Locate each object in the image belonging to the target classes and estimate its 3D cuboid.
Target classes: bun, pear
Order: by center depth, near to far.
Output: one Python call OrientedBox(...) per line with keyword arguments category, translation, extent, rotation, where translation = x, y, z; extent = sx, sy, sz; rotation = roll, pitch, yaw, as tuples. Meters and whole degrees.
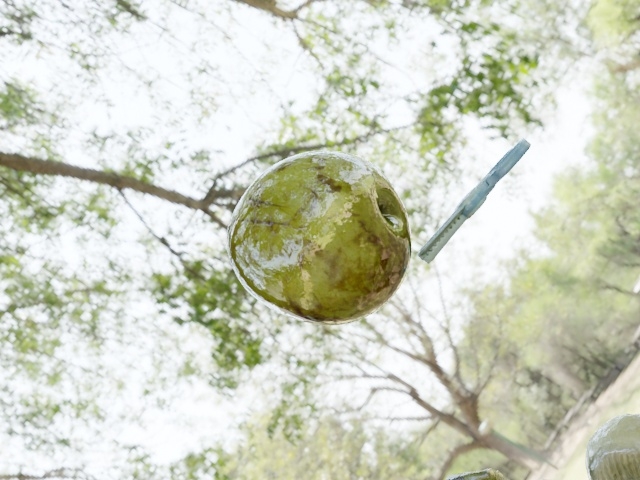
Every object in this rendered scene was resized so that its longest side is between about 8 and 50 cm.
OrientedBox(category="pear", translation=(0.000, 0.000, 1.335), extent=(0.283, 0.283, 0.283), rotation=(-49, -20, -25))
OrientedBox(category="bun", translation=(0.549, 0.381, 1.474), extent=(0.193, 0.178, 0.128), rotation=(63, -144, -18))

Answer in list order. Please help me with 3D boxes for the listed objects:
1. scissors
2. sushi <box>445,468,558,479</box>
OrientedBox(category="scissors", translation=(0.246, -0.062, 1.414), extent=(0.256, 0.030, 0.125), rotation=(-47, -1, -11))
OrientedBox(category="sushi", translation=(0.283, 0.409, 0.965), extent=(0.328, 0.328, 0.285), rotation=(162, 115, -73))
